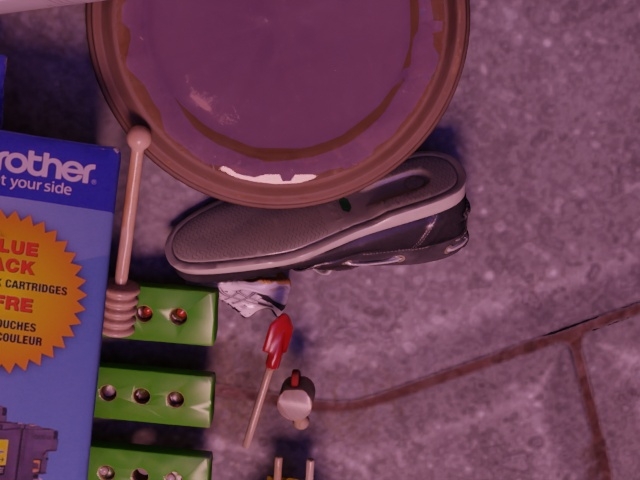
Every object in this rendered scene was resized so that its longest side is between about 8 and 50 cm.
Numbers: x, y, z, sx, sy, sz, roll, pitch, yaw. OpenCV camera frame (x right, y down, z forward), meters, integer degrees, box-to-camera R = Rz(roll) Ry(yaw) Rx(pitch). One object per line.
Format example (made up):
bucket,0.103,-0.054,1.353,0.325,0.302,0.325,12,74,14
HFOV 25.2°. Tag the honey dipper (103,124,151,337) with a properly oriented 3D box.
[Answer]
honey dipper,-0.138,-0.007,1.035,0.031,0.030,0.160,6,111,-14

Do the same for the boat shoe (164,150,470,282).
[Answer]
boat shoe,0.000,0.000,1.088,0.233,0.084,0.079,-12,137,-2

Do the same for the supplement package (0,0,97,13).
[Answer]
supplement package,-0.226,-0.201,0.932,0.179,0.105,0.105,-8,97,0

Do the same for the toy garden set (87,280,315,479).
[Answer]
toy garden set,-0.089,0.149,1.123,0.204,0.049,0.244,5,106,4

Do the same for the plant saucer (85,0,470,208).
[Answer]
plant saucer,-0.029,-0.157,1.018,0.278,0.041,0.277,0,100,-2

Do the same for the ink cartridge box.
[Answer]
ink cartridge box,-0.282,0.064,0.947,0.270,0.151,0.395,7,67,-15

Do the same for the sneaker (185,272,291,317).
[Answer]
sneaker,-0.065,0.043,1.114,0.083,0.032,0.036,5,108,-12
